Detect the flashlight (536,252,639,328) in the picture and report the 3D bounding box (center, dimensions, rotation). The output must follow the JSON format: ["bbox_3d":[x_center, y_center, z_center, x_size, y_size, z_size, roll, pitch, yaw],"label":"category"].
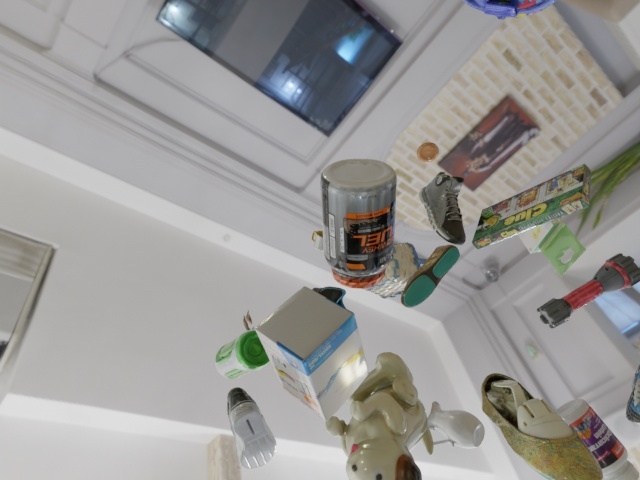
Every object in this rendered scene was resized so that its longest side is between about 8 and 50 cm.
[{"bbox_3d":[0.820,0.158,1.347,0.103,0.304,0.103,59,180,-19],"label":"flashlight"}]

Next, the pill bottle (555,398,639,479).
[{"bbox_3d":[0.671,0.501,1.079,0.193,0.108,0.108,53,-153,16],"label":"pill bottle"}]

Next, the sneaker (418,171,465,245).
[{"bbox_3d":[0.352,-0.104,1.192,0.086,0.132,0.228,8,-137,-29],"label":"sneaker"}]

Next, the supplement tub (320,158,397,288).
[{"bbox_3d":[0.108,-0.044,1.251,0.207,0.337,0.207,-3,-148,2],"label":"supplement tub"}]

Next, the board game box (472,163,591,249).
[{"bbox_3d":[0.472,-0.072,0.999,0.030,0.260,0.136,43,-131,-15],"label":"board game box"}]

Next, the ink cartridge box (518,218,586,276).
[{"bbox_3d":[0.799,-0.007,1.551,0.056,0.171,0.235,-9,-126,-12],"label":"ink cartridge box"}]

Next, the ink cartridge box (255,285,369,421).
[{"bbox_3d":[-0.013,0.269,1.051,0.171,0.232,0.168,22,-130,41],"label":"ink cartridge box"}]

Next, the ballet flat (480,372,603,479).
[{"bbox_3d":[0.418,0.358,0.888,0.123,0.123,0.348,42,180,-3],"label":"ballet flat"}]

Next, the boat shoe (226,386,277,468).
[{"bbox_3d":[-0.208,0.563,1.330,0.121,0.335,0.119,-14,-141,-17],"label":"boat shoe"}]

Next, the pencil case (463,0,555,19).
[{"bbox_3d":[0.258,-0.362,0.487,0.119,0.133,0.306,23,-121,29],"label":"pencil case"}]

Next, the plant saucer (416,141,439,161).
[{"bbox_3d":[0.411,-0.335,1.683,0.083,0.083,0.013,32,-144,-21],"label":"plant saucer"}]

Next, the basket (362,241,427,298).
[{"bbox_3d":[0.311,0.119,1.755,0.289,0.255,0.201,17,-124,-40],"label":"basket"}]

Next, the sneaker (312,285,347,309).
[{"bbox_3d":[0.054,0.337,1.644,0.125,0.140,0.340,-33,-69,-68],"label":"sneaker"}]

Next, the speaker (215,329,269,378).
[{"bbox_3d":[-0.252,0.372,1.422,0.131,0.296,0.131,11,-116,-23],"label":"speaker"}]

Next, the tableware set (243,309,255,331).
[{"bbox_3d":[-0.289,0.378,1.858,0.141,0.020,0.168,-114,4,-73],"label":"tableware set"}]

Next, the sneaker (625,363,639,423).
[{"bbox_3d":[0.678,0.315,0.891,0.083,0.071,0.191,23,-149,35],"label":"sneaker"}]

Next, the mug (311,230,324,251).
[{"bbox_3d":[0.004,0.001,1.630,0.062,0.064,0.078,8,-155,-15],"label":"mug"}]

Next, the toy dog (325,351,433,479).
[{"bbox_3d":[0.192,0.640,1.394,0.395,0.285,0.408,52,-155,-12],"label":"toy dog"}]

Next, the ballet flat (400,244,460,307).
[{"bbox_3d":[0.277,0.091,1.144,0.073,0.206,0.067,50,172,-18],"label":"ballet flat"}]

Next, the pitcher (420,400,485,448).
[{"bbox_3d":[0.486,0.711,1.640,0.177,0.207,0.125,-50,-59,-27],"label":"pitcher"}]
